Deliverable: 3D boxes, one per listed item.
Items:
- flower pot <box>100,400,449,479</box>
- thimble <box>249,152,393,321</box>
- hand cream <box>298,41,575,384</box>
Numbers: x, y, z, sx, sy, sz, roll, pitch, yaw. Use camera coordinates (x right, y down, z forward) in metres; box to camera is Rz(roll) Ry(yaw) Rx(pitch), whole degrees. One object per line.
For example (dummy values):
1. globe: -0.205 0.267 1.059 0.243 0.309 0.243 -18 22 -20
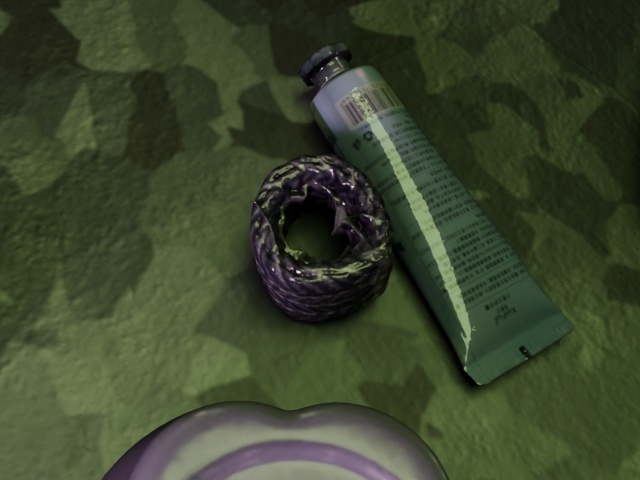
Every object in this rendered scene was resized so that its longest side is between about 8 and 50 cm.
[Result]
1. flower pot: -0.023 0.201 0.525 0.265 0.243 0.265 6 63 -11
2. thimble: -0.002 -0.002 0.733 0.095 0.066 0.104 -28 67 -13
3. hand cream: 0.071 -0.027 0.775 0.091 0.058 0.271 -26 73 -26
